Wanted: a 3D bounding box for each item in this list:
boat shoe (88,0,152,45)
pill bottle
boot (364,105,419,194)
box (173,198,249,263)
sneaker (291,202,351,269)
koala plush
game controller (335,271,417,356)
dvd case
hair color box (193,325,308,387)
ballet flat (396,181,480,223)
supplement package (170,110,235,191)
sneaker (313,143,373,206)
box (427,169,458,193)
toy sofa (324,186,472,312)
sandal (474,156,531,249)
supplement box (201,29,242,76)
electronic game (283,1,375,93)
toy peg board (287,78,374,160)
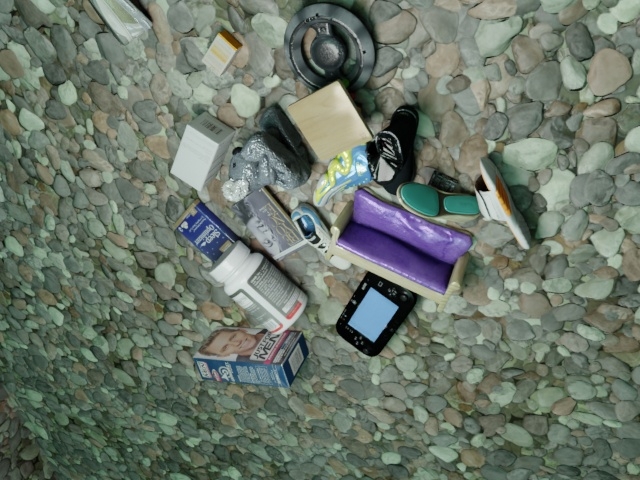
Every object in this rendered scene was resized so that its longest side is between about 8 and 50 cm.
[{"bbox_3d":[-0.560,-0.659,1.508,0.321,0.103,0.118,57,171,-14],"label":"boat shoe"},{"bbox_3d":[-0.190,0.141,1.819,0.283,0.161,0.161,44,129,-13],"label":"pill bottle"},{"bbox_3d":[0.166,-0.179,1.423,0.094,0.207,0.247,17,127,16],"label":"boot"},{"bbox_3d":[-0.345,-0.013,1.881,0.225,0.036,0.136,43,128,-9],"label":"box"},{"bbox_3d":[0.000,0.000,1.699,0.085,0.086,0.237,-32,106,35],"label":"sneaker"},{"bbox_3d":[-0.160,-0.196,1.580,0.221,0.196,0.203,-25,119,31],"label":"koala plush"},{"bbox_3d":[0.161,0.218,1.784,0.166,0.067,0.319,30,128,3],"label":"game controller"},{"bbox_3d":[-0.150,-0.045,1.765,0.164,0.018,0.221,-27,108,45],"label":"dvd case"},{"bbox_3d":[-0.235,0.388,2.010,0.347,0.174,0.105,-1,120,25],"label":"hair color box"},{"bbox_3d":[0.280,-0.086,1.467,0.248,0.086,0.086,11,133,-23],"label":"ballet flat"},{"bbox_3d":[-0.331,-0.249,1.669,0.105,0.105,0.179,33,129,0],"label":"supplement package"},{"bbox_3d":[0.071,-0.161,1.555,0.126,0.091,0.240,30,128,2],"label":"sneaker"},{"bbox_3d":[0.303,-0.129,1.516,0.067,0.018,0.083,25,129,7],"label":"box"},{"bbox_3d":[0.208,0.020,1.576,0.362,0.150,0.177,25,130,7],"label":"toy sofa"},{"bbox_3d":[0.428,-0.075,1.443,0.076,0.102,0.265,-22,113,31],"label":"sandal"},{"bbox_3d":[-0.252,-0.479,1.522,0.062,0.036,0.098,42,129,-7],"label":"supplement box"},{"bbox_3d":[0.020,-0.448,1.411,0.229,0.048,0.229,13,134,14],"label":"electronic game"},{"bbox_3d":[0.034,-0.301,1.441,0.161,0.079,0.161,-18,117,37],"label":"toy peg board"}]
